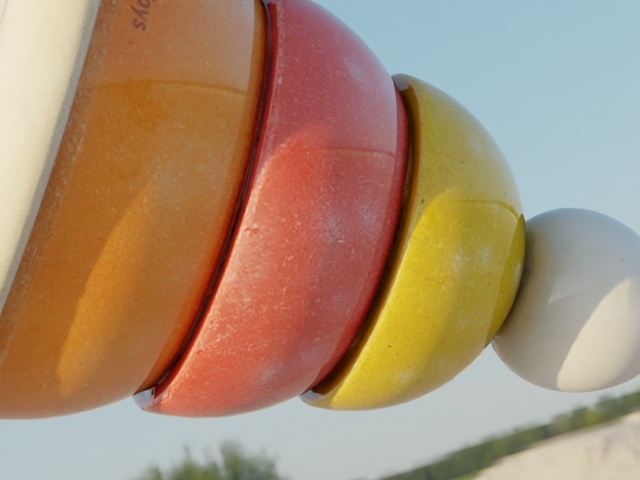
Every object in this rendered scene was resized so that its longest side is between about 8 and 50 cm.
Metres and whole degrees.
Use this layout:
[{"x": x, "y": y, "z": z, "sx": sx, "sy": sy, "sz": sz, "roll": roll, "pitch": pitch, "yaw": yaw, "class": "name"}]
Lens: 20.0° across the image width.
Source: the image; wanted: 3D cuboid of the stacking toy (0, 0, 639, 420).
[{"x": 0.000, "y": 0.000, "z": 1.095, "sx": 0.480, "sy": 0.350, "sz": 0.350, "roll": 18, "pitch": -19, "yaw": -15, "class": "stacking toy"}]
